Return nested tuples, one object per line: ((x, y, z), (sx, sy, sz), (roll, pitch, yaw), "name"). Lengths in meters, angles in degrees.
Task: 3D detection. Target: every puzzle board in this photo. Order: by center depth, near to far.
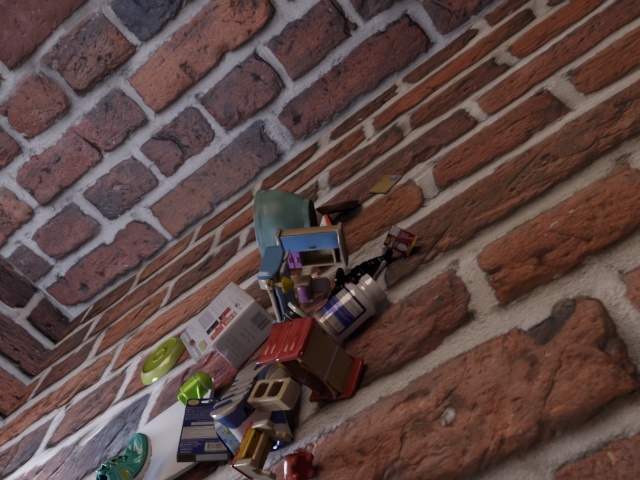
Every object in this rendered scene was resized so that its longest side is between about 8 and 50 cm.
((0.246, -0.213, 2.241), (0.096, 0.011, 0.128), (-45, 22, -14), "puzzle board")

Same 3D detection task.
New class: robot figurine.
((-0.374, 0.445, 1.775), (0.115, 0.067, 0.101), (-43, 8, -14), "robot figurine")

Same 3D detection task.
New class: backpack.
((-0.214, 0.477, 1.502), (0.084, 0.114, 0.105), (-34, 20, 1), "backpack")

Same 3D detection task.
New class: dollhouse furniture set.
((-0.063, 0.379, 1.344), (0.152, 0.201, 0.374), (-19, 36, 44), "dollhouse furniture set")
((-0.032, 0.132, 1.699), (0.198, 0.286, 0.303), (-5, 33, 12), "dollhouse furniture set")

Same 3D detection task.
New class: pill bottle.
((0.083, 0.182, 1.587), (0.187, 0.112, 0.112), (-41, 21, -3), "pill bottle")

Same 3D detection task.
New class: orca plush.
((0.097, 0.113, 1.714), (0.287, 0.102, 0.151), (-43, 21, -6), "orca plush")

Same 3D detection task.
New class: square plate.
((-0.446, 0.607, 1.734), (0.344, 0.049, 0.347), (-36, 21, 11), "square plate")

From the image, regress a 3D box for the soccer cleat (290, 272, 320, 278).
((-0.076, 0.156, 1.982), (0.196, 0.068, 0.076), (-15, 35, 43), "soccer cleat")

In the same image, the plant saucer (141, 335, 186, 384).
((-0.632, 0.467, 2.349), (0.241, 0.037, 0.241), (-35, 21, 16), "plant saucer")

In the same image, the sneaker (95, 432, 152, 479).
((-0.556, 0.643, 1.628), (0.107, 0.110, 0.275), (-29, 24, 30), "sneaker")

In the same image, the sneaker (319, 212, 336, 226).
((-0.001, -0.001, 2.126), (0.145, 0.090, 0.270), (-35, 24, 8), "sneaker")

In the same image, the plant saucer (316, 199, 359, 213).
((0.067, -0.124, 2.244), (0.169, 0.029, 0.168), (-12, -2, 0), "plant saucer")

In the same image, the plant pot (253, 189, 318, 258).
((-0.117, -0.060, 2.242), (0.196, 0.293, 0.293), (-6, 30, 10), "plant pot")

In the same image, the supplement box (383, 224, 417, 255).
((0.232, 0.000, 1.714), (0.055, 0.083, 0.043), (106, -169, -49), "supplement box")

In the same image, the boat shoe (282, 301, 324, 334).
((-0.054, 0.244, 1.566), (0.091, 0.114, 0.302), (-47, -22, -10), "boat shoe")

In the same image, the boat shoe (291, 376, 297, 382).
((-0.082, 0.347, 1.643), (0.049, 0.042, 0.133), (-56, 16, 17), "boat shoe")

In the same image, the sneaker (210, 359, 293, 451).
((-0.137, 0.412, 1.454), (0.128, 0.182, 0.315), (-25, 8, 26), "sneaker")

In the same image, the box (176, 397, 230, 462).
((-0.309, 0.511, 1.605), (0.137, 0.036, 0.225), (0, 24, -5), "box")

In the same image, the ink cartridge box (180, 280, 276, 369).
((-0.317, 0.304, 2.005), (0.272, 0.130, 0.309), (-46, 21, -10), "ink cartridge box")
